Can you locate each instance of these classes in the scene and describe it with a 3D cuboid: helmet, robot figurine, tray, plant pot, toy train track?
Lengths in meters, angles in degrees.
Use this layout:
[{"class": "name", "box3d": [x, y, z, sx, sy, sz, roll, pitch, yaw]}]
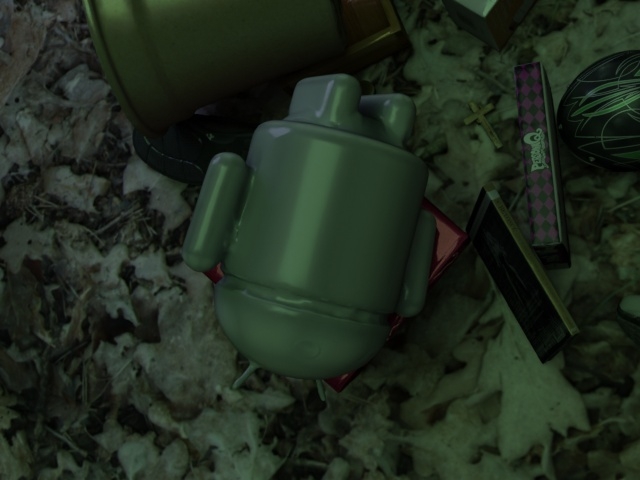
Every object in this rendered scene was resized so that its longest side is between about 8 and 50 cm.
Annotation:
[{"class": "helmet", "box3d": [0.401, -0.168, 1.207, 0.169, 0.162, 0.169, -6, 81, 39]}, {"class": "robot figurine", "box3d": [0.000, 0.000, 1.020, 0.200, 0.300, 0.353, 12, 88, 66]}, {"class": "tray", "box3d": [-0.025, -0.449, 1.469, 0.203, 0.076, 0.410, -24, 74, 14]}, {"class": "plant pot", "box3d": [-0.132, -0.338, 1.301, 0.306, 0.334, 0.333, -11, 77, 8]}, {"class": "toy train track", "box3d": [0.241, -0.169, 1.354, 0.048, 0.014, 0.083, -31, 77, 5]}]

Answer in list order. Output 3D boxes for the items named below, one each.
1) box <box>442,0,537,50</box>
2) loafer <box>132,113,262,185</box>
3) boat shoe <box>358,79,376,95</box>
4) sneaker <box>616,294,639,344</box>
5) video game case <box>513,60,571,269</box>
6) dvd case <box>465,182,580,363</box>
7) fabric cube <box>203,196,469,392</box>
[{"class": "box", "box3d": [0.261, -0.382, 1.321, 0.091, 0.130, 0.170, 39, 95, 22]}, {"class": "loafer", "box3d": [-0.153, -0.146, 1.466, 0.303, 0.095, 0.109, 10, 114, 26]}, {"class": "boat shoe", "box3d": [0.044, -0.169, 1.406, 0.056, 0.049, 0.152, 34, 97, 40]}, {"class": "sneaker", "box3d": [0.529, 0.104, 1.166, 0.297, 0.111, 0.129, 9, 64, 20]}, {"class": "video game case", "box3d": [0.293, -0.089, 1.214, 0.042, 0.210, 0.232, -7, 79, 17]}, {"class": "dvd case", "box3d": [0.262, 0.047, 1.229, 0.018, 0.164, 0.221, -25, 72, -8]}, {"class": "fabric cube", "box3d": [0.022, 0.014, 1.244, 0.258, 0.254, 0.259, 40, 95, 8]}]
